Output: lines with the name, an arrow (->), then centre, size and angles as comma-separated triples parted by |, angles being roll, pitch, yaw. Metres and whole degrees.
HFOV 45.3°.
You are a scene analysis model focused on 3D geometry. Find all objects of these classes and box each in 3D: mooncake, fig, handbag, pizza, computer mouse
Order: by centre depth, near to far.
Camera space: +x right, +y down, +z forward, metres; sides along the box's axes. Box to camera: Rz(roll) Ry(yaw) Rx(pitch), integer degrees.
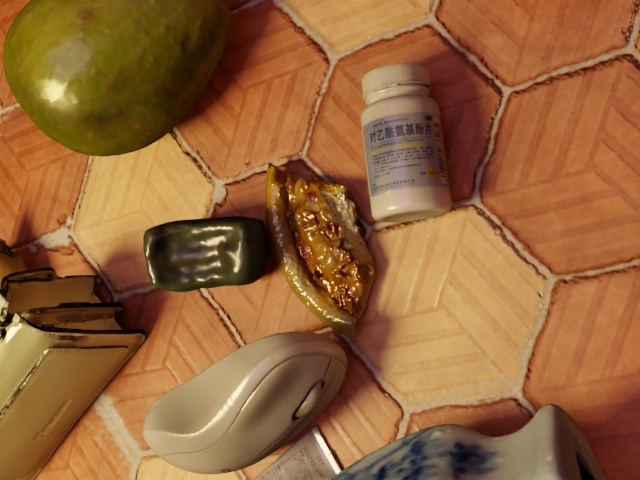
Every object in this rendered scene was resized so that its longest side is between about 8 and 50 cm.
computer mouse -> -0.098, 0.227, 1.006 | 0.296, 0.184, 0.121 | -27, 58, 20
pizza -> -0.003, 0.006, 1.046 | 0.134, 0.056, 0.271 | -23, 78, 31
mooncake -> -0.155, 0.017, 1.059 | 0.175, 0.168, 0.104 | -6, 85, 40
fig -> -0.279, -0.267, 1.093 | 0.326, 0.258, 0.258 | -30, 74, 7
handbag -> -0.470, 0.217, 1.154 | 0.160, 0.236, 0.358 | 45, 105, 19

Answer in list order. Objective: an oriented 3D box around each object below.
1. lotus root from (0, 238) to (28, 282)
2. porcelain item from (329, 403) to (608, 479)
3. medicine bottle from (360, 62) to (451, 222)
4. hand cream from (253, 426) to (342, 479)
lotus root -> -0.532, 0.077, 1.258 | 0.125, 0.118, 0.221 | -15, 77, 36
porcelain item -> 0.115, 0.336, 0.865 | 0.405, 0.242, 0.179 | -28, 100, 23
medicine bottle -> 0.106, -0.122, 0.977 | 0.102, 0.102, 0.187 | -9, 83, 25
hand cream -> -0.042, 0.329, 1.052 | 0.142, 0.053, 0.084 | -34, 73, 4
